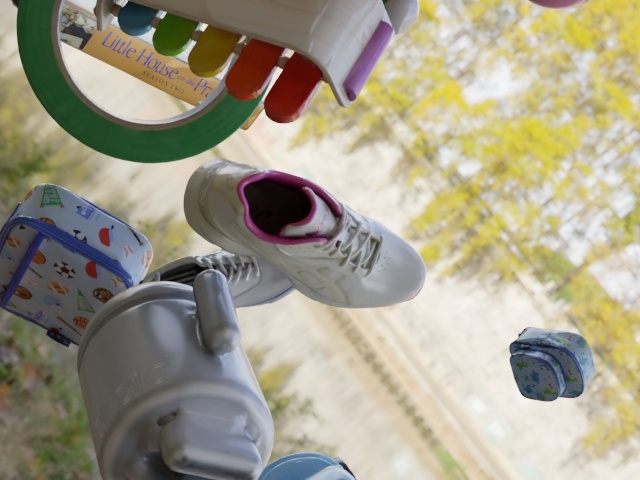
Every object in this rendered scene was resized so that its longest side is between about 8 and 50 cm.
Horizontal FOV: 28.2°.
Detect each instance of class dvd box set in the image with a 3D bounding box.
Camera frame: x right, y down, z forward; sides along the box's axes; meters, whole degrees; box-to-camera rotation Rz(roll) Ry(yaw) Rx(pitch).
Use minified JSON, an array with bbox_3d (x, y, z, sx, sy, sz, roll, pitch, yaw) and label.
[{"bbox_3d":[-0.303,-0.331,1.906,0.420,0.062,0.307,23,21,-47],"label":"dvd box set"}]

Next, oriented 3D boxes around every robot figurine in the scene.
[{"bbox_3d":[-0.174,0.181,1.490,0.199,0.300,0.353,22,21,-29],"label":"robot figurine"}]

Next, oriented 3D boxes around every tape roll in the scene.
[{"bbox_3d":[-0.212,-0.259,1.582,0.321,0.321,0.077,52,-2,-13],"label":"tape roll"}]

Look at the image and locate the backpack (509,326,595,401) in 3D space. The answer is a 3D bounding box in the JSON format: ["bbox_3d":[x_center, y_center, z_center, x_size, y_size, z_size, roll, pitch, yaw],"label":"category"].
[{"bbox_3d":[0.344,0.189,1.894,0.114,0.084,0.105,0,-60,39],"label":"backpack"}]

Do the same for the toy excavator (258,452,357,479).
[{"bbox_3d":[0.031,0.479,1.903,0.433,0.222,0.445,55,-16,27],"label":"toy excavator"}]

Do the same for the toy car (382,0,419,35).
[{"bbox_3d":[0.106,-0.398,1.820,0.159,0.136,0.182,46,-40,16],"label":"toy car"}]

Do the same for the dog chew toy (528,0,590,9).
[{"bbox_3d":[0.205,-0.365,1.312,0.332,0.206,0.206,42,7,-40],"label":"dog chew toy"}]

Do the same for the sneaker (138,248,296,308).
[{"bbox_3d":[-0.122,0.050,1.678,0.094,0.258,0.091,71,14,12],"label":"sneaker"}]

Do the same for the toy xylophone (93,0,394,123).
[{"bbox_3d":[-0.070,-0.262,1.317,0.322,0.236,0.081,27,-25,22],"label":"toy xylophone"}]

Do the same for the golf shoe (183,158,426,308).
[{"bbox_3d":[0.000,0.000,1.413,0.306,0.115,0.140,22,-12,-23],"label":"golf shoe"}]

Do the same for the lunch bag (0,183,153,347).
[{"bbox_3d":[-0.416,0.047,2.027,0.243,0.115,0.303,29,-38,-12],"label":"lunch bag"}]
